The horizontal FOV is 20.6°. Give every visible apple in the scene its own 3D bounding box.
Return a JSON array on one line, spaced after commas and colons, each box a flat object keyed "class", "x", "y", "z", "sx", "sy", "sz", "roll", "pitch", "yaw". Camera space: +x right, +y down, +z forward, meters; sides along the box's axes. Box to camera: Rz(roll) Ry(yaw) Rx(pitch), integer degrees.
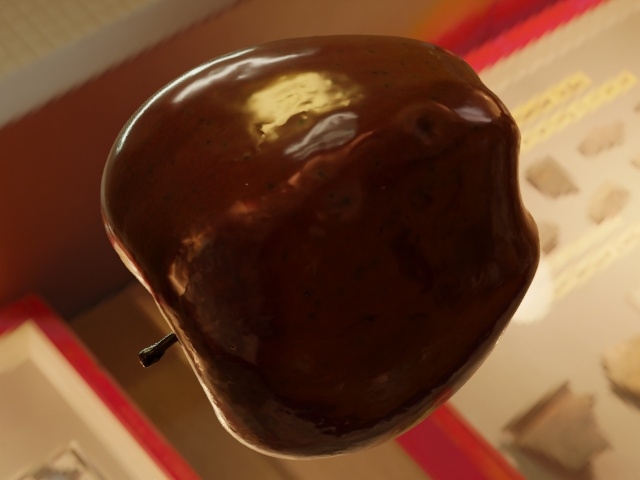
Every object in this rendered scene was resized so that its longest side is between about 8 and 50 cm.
[{"class": "apple", "x": 0.001, "y": 0.002, "z": 0.935, "sx": 0.234, "sy": 0.234, "sz": 0.234, "roll": -35, "pitch": -26, "yaw": -20}]
